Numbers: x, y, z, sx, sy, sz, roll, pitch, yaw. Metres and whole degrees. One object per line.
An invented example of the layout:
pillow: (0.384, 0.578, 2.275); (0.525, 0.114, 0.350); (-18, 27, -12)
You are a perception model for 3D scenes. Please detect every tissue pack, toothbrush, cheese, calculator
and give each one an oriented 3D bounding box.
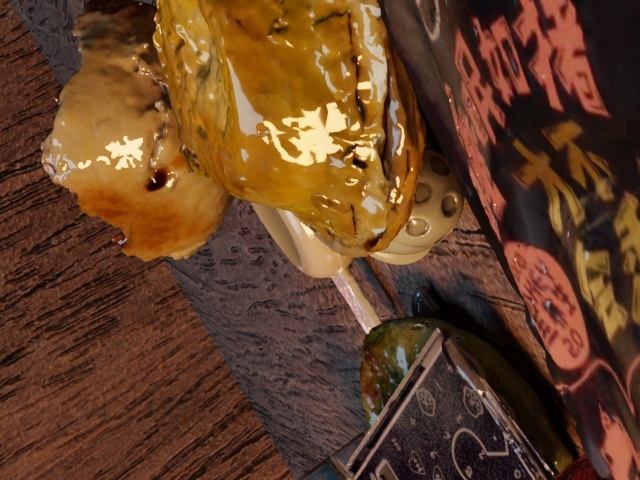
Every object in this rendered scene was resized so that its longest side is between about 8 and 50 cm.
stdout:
tissue pack: (0.136, -0.033, 0.533); (0.245, 0.123, 0.332); (114, 134, -69)
toothbrush: (0.101, 0.119, 1.428); (0.031, 0.023, 0.321); (61, 171, 24)
cheese: (0.000, 0.000, 1.447); (0.227, 0.064, 0.137); (58, 170, -1)
calculator: (0.098, 0.196, 1.215); (0.166, 0.028, 0.274); (56, 147, 22)

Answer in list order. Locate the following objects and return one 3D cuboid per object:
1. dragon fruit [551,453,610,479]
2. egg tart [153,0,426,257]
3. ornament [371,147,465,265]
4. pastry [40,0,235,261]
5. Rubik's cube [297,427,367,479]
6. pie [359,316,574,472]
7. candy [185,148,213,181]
dragon fruit: (0.232, 0.214, 1.005); (0.161, 0.120, 0.127); (37, 132, -18)
egg tart: (-0.033, -0.118, 0.981); (0.295, 0.116, 0.295); (166, 90, -69)
ornament: (0.060, -0.021, 1.094); (0.075, 0.081, 0.156); (42, 172, 1)
pastry: (-0.150, -0.121, 1.519); (0.256, 0.170, 0.237); (54, -144, -52)
Rubik's cube: (0.085, 0.364, 1.573); (0.237, 0.237, 0.238); (46, 168, 45)
pie: (0.119, 0.191, 1.275); (0.277, 0.078, 0.277); (51, 153, 39)
candy: (-0.056, -0.099, 1.344); (0.201, 0.060, 0.060); (-19, 104, 51)
